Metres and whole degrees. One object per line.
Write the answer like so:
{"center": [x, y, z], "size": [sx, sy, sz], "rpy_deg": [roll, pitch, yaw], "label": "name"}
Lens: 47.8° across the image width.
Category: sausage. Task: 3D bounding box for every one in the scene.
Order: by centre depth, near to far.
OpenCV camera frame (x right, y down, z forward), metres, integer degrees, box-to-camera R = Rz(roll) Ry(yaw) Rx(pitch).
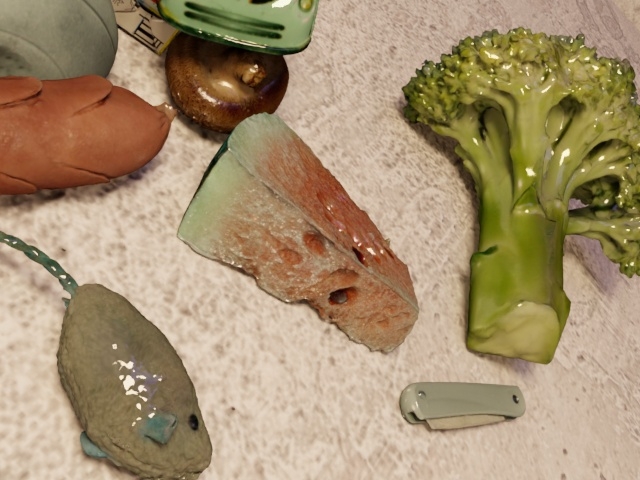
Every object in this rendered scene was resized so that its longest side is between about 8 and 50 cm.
{"center": [-0.268, -0.066, 0.441], "size": [0.433, 0.088, 0.088], "rpy_deg": [-9, 65, -45], "label": "sausage"}

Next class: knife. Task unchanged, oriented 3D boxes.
{"center": [0.138, 0.155, 0.677], "size": [0.162, 0.023, 0.044], "rpy_deg": [10, 51, -37], "label": "knife"}

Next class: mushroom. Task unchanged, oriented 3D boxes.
{"center": [-0.087, -0.153, 0.677], "size": [0.109, 0.085, 0.126], "rpy_deg": [34, 47, 30], "label": "mushroom"}

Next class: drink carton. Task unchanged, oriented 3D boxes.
{"center": [-0.156, -0.264, 0.726], "size": [0.071, 0.056, 0.166], "rpy_deg": [37, 40, -24], "label": "drink carton"}

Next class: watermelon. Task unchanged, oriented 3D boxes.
{"center": [0.000, 0.000, 0.643], "size": [0.241, 0.094, 0.154], "rpy_deg": [42, 30, -9], "label": "watermelon"}

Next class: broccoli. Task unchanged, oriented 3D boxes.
{"center": [0.225, -0.080, 0.842], "size": [0.397, 0.275, 0.353], "rpy_deg": [-34, 65, -31], "label": "broccoli"}

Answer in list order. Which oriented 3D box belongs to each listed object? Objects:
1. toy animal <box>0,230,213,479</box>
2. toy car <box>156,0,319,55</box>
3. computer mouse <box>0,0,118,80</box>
{"center": [-0.160, 0.054, 0.455], "size": [0.253, 0.070, 0.079], "rpy_deg": [44, 23, -1], "label": "toy animal"}
{"center": [-0.060, -0.296, 0.670], "size": [0.136, 0.125, 0.306], "rpy_deg": [12, 50, -9], "label": "toy car"}
{"center": [-0.300, -0.191, 0.489], "size": [0.370, 0.122, 0.188], "rpy_deg": [-9, 65, -43], "label": "computer mouse"}
